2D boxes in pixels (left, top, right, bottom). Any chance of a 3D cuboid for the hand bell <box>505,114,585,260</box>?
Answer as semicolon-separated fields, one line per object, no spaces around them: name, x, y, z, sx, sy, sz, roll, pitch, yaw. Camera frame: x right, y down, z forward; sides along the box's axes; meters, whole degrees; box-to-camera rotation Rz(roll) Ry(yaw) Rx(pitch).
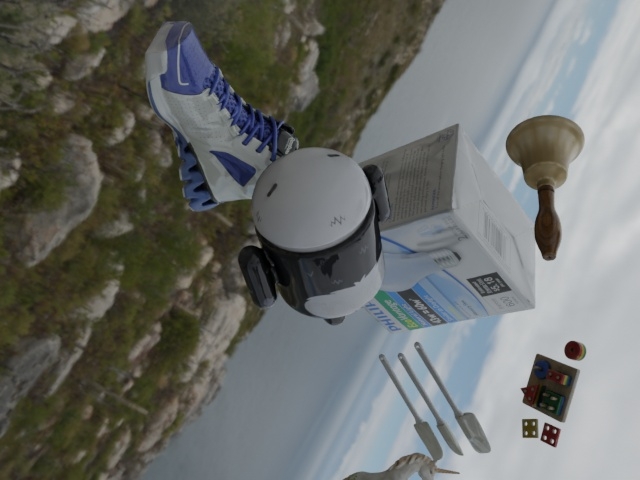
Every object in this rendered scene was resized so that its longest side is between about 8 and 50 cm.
hand bell;0.356;-0.069;0.958;0.126;0.126;0.242;103;0;-54

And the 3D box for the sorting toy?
sorting toy;0.549;0.365;1.495;0.132;0.046;0.275;18;-89;64

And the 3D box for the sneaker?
sneaker;-0.129;-0.174;0.908;0.316;0.182;0.128;82;11;-47

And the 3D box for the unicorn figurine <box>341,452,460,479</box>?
unicorn figurine;0.082;0.320;0.775;0.060;0.161;0.111;64;36;-31

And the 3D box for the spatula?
spatula;0.215;0.313;1.188;0.019;0.242;0.168;-25;173;-35

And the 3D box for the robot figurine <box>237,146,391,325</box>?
robot figurine;0.000;-0.002;0.878;0.278;0.173;0.209;74;25;-46

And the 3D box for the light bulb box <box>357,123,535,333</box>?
light bulb box;0.216;-0.001;1.304;0.361;0.358;0.225;-18;-137;38
